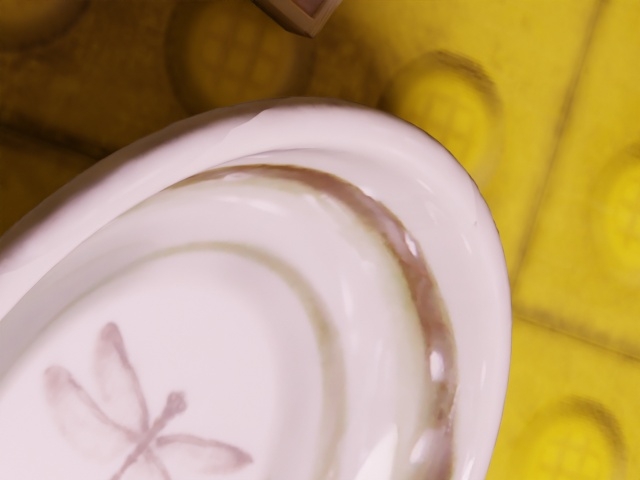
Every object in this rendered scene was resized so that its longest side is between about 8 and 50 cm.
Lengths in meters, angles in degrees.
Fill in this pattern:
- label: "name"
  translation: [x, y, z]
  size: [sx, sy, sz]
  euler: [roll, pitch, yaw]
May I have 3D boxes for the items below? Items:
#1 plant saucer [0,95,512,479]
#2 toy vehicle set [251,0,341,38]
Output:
- label: "plant saucer"
  translation: [-0.081, 0.111, 0.895]
  size: [0.400, 0.100, 0.400]
  euler: [-27, 131, -35]
- label: "toy vehicle set"
  translation: [-0.052, -0.240, 0.931]
  size: [0.267, 0.035, 0.166]
  euler: [39, 85, -28]
